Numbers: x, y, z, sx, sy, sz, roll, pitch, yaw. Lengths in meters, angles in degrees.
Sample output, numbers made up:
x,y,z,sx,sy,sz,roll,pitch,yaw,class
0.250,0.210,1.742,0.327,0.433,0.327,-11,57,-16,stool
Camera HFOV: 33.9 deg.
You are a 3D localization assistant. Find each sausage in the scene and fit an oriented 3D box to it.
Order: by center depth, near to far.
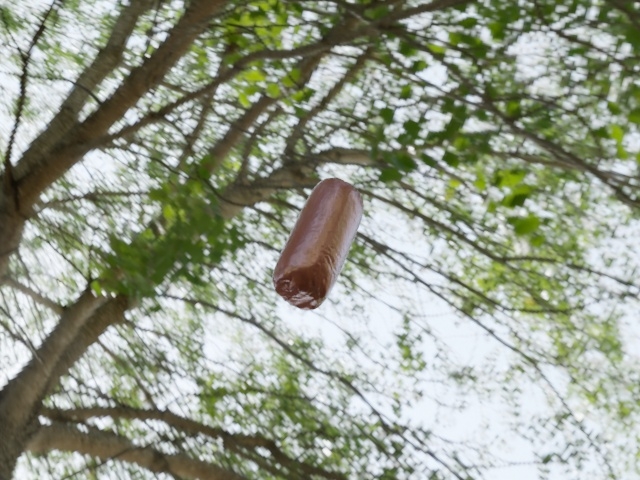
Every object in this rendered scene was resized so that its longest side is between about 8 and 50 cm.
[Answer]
x,y,z,sx,sy,sz,roll,pitch,yaw,class
0.000,0.000,1.053,0.062,0.062,0.154,52,-137,-29,sausage
